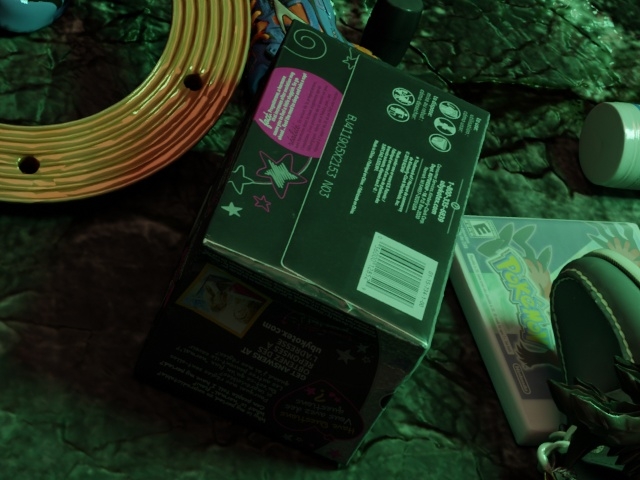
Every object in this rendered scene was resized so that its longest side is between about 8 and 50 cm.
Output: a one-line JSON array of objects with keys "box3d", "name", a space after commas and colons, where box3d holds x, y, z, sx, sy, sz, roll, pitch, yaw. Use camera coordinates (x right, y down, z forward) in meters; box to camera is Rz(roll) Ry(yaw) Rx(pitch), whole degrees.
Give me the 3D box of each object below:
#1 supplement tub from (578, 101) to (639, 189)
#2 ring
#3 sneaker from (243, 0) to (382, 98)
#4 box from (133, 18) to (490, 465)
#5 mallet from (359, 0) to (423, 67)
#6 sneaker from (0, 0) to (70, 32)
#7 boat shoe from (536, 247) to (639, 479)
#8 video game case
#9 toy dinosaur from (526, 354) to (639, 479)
[{"box3d": [0.273, -0.074, 1.596, 0.107, 0.071, 0.071, 4, 47, -26], "name": "supplement tub"}, {"box3d": [-0.215, -0.172, 1.395, 0.336, 0.032, 0.336, 6, 64, -12], "name": "ring"}, {"box3d": [-0.027, -0.148, 1.500, 0.087, 0.083, 0.221, -23, 59, -33], "name": "sneaker"}, {"box3d": [0.000, 0.000, 1.321, 0.163, 0.142, 0.247, 26, 43, -6], "name": "box"}, {"box3d": [0.053, -0.224, 1.628, 0.039, 0.062, 0.190, 13, 44, -16], "name": "mallet"}, {"box3d": [-0.194, -0.249, 1.496, 0.081, 0.090, 0.232, 28, 41, -1], "name": "sneaker"}, {"box3d": [0.199, 0.148, 1.293, 0.099, 0.116, 0.319, -4, 63, -21], "name": "boat shoe"}, {"box3d": [0.193, 0.064, 1.452, 0.183, 0.023, 0.201, 2, 48, -27], "name": "video game case"}, {"box3d": [0.186, 0.192, 1.169, 0.322, 0.218, 0.164, 12, 8, 2], "name": "toy dinosaur"}]
